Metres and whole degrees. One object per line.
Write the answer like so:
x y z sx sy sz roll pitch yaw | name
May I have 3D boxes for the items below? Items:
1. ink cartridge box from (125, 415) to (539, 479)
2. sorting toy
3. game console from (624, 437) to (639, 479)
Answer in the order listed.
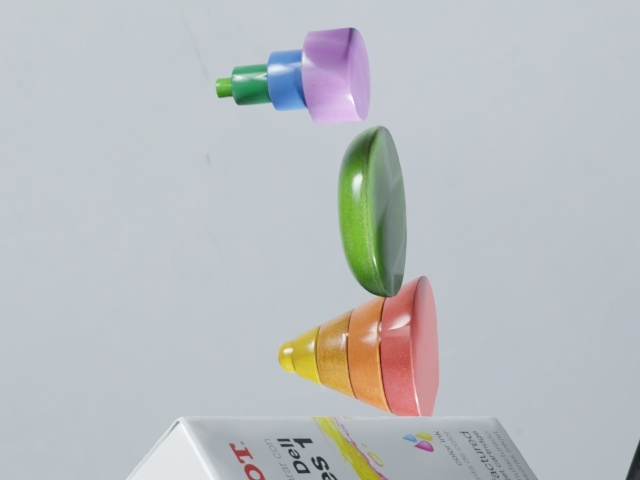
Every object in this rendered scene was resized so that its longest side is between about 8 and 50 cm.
0.032 0.209 1.026 0.278 0.201 0.117 6 132 -46 | ink cartridge box
0.000 0.000 1.359 0.126 0.127 0.365 -4 132 15 | sorting toy
0.299 0.209 1.392 0.071 0.122 0.107 52 54 -45 | game console
